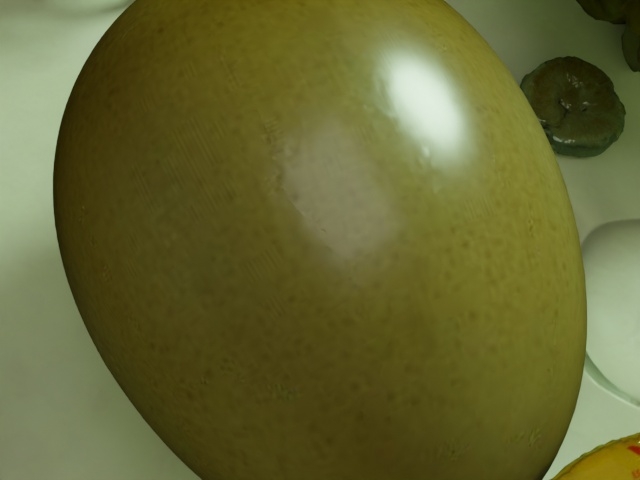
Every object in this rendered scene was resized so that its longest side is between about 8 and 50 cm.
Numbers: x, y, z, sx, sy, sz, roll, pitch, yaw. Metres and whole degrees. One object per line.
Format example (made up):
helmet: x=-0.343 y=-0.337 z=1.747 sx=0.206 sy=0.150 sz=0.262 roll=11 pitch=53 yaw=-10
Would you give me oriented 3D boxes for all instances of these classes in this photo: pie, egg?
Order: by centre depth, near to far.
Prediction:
egg: x=0.000 y=0.000 z=0.439 sx=0.250 sy=0.250 sz=0.322 roll=-20 pitch=63 yaw=-14
pie: x=0.187 y=-0.099 z=0.635 sx=0.084 sy=0.020 sz=0.084 roll=2 pitch=67 yaw=-5

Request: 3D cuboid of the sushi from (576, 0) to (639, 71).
sushi: x=0.265 y=-0.271 z=0.577 sx=0.285 sy=0.328 sz=0.329 roll=-38 pitch=32 yaw=6

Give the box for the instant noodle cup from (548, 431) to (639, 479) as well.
instant noodle cup: x=0.160 y=0.211 z=0.402 sx=0.215 sy=0.172 sz=0.216 roll=2 pitch=64 yaw=-5
